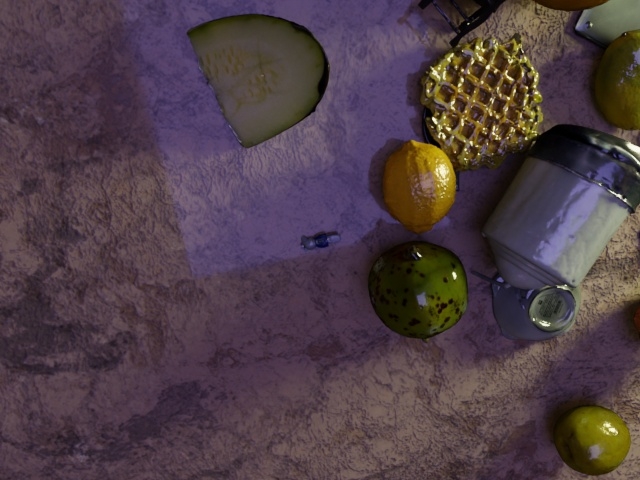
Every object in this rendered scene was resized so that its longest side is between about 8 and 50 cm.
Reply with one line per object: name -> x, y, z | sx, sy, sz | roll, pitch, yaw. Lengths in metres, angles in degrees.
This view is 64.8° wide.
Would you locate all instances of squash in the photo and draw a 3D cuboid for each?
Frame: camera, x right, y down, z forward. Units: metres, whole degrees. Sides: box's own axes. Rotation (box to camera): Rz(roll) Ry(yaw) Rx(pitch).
squash -> -0.104, -0.303, 0.884 | 0.203, 0.155, 0.237 | -26, 106, -2

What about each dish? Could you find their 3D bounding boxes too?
dish -> 0.488, 0.125, 1.082 | 0.224, 0.078, 0.246 | 33, 97, -11

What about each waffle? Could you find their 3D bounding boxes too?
waffle -> 0.314, -0.261, 0.973 | 0.245, 0.052, 0.254 | -25, 105, -6

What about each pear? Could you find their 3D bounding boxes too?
pear -> 0.611, 0.447, 1.138 | 0.162, 0.148, 0.149 | -16, 105, -21

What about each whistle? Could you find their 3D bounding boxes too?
whistle -> 0.000, 0.000, 1.027 | 0.083, 0.029, 0.033 | -11, 88, 4

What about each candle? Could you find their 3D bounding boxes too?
candle -> 0.447, -0.038, 0.967 | 0.221, 0.221, 0.343 | 27, 100, -11

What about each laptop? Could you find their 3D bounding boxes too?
laptop -> 0.654, -0.447, 0.999 | 0.268, 0.015, 0.188 | 22, 99, -10

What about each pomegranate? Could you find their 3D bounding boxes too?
pomegranate -> 0.205, 0.102, 1.005 | 0.246, 0.198, 0.198 | 27, 101, -47

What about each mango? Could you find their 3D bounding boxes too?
mango -> 0.604, -0.310, 0.985 | 0.121, 0.085, 0.191 | -4, 111, -3

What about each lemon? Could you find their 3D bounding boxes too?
lemon -> 0.188, -0.099, 0.966 | 0.142, 0.142, 0.187 | -8, 109, -4

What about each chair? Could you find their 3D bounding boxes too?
chair -> 0.287, -0.448, 0.846 | 0.106, 0.113, 0.229 | 44, 137, -14

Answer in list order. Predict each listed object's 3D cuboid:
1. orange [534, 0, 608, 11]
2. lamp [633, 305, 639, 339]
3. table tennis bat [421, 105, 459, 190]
orange -> 0.441, -0.527, 0.832 | 0.273, 0.274, 0.275 | -1, 103, -6
lamp -> 0.783, 0.178, 1.088 | 0.187, 0.164, 0.188 | 1, 94, 17
table tennis bat -> 0.267, -0.208, 1.011 | 0.130, 0.019, 0.221 | -3, 102, -6
